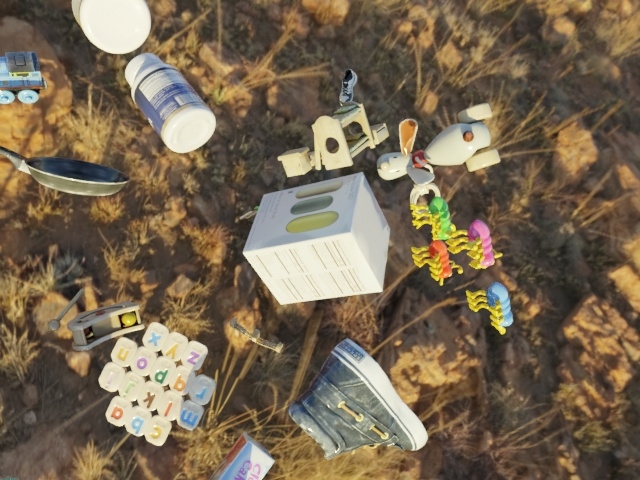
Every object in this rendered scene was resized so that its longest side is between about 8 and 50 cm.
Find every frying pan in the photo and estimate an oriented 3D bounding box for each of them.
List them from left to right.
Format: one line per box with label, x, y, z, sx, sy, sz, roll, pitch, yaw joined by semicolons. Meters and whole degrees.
frying pan;-0.543;-0.138;1.113;0.326;0.053;0.197;6;16;-28

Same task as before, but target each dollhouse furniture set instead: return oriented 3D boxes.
dollhouse furniture set;0.020;-0.218;1.152;0.182;0.161;0.101;-43;120;-49

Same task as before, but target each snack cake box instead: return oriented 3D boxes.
snack cake box;-0.238;0.634;1.447;0.089;0.152;0.264;38;75;-1

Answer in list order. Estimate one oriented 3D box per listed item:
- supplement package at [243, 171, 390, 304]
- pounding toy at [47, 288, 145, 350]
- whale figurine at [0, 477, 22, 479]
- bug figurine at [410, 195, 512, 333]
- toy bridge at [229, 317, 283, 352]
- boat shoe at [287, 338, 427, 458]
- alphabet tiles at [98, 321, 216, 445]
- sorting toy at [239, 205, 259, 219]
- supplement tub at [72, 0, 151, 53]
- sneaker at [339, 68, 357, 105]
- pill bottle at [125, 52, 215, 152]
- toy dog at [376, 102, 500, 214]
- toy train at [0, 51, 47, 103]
supplement package;0.000;0.000;1.318;0.198;0.262;0.199;59;32;-38
pounding toy;-0.681;0.228;1.706;0.269;0.154;0.155;-14;103;-20
whale figurine;-0.700;0.672;1.318;0.272;0.216;0.141;44;84;8
bug figurine;0.259;0.035;1.034;0.072;0.216;0.279;-25;31;-11
toy bridge;-0.207;0.304;1.810;0.188;0.063;0.026;26;64;7
boat shoe;0.035;0.166;0.523;0.083;0.183;0.065;-44;43;-11
alphabet tiles;-0.418;0.365;1.460;0.284;0.021;0.278;24;85;5
sorting toy;-0.247;-0.101;2.043;0.012;0.083;0.062;62;18;4
supplement tub;-0.465;-0.506;1.254;0.144;0.144;0.200;-4;32;-28
sneaker;0.056;-0.335;1.241;0.032;0.037;0.083;7;77;22
pill bottle;-0.259;-0.237;0.959;0.094;0.094;0.169;-23;64;-35
toy dog;0.292;-0.223;1.438;0.220;0.333;0.161;57;26;13
toy train;-0.705;-0.358;1.251;0.184;0.105;0.080;-10;63;-25
